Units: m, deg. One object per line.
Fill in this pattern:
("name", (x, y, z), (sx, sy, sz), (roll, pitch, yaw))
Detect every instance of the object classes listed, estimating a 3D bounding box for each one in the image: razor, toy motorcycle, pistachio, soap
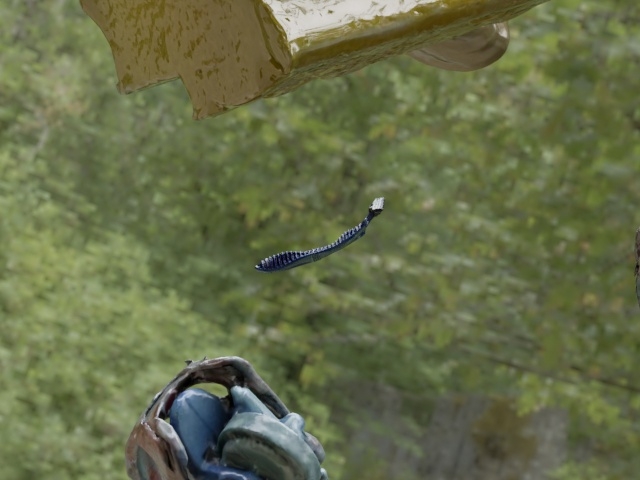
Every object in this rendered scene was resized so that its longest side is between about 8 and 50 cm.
("razor", (0.003, 0.004, 1.630), (0.028, 0.154, 0.044), (60, 11, -12))
("toy motorcycle", (-0.083, 0.256, 1.638), (0.241, 0.182, 0.319), (42, -27, 41))
("pistachio", (0.151, -0.306, 2.110), (0.226, 0.136, 0.136), (21, -15, 14))
("soap", (0.012, -0.184, 1.052), (0.281, 0.143, 0.259), (-22, 9, -30))

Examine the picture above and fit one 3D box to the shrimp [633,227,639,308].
("shrimp", (0.336, 0.029, 1.606), (0.029, 0.092, 0.038), (6, 5, 11))
